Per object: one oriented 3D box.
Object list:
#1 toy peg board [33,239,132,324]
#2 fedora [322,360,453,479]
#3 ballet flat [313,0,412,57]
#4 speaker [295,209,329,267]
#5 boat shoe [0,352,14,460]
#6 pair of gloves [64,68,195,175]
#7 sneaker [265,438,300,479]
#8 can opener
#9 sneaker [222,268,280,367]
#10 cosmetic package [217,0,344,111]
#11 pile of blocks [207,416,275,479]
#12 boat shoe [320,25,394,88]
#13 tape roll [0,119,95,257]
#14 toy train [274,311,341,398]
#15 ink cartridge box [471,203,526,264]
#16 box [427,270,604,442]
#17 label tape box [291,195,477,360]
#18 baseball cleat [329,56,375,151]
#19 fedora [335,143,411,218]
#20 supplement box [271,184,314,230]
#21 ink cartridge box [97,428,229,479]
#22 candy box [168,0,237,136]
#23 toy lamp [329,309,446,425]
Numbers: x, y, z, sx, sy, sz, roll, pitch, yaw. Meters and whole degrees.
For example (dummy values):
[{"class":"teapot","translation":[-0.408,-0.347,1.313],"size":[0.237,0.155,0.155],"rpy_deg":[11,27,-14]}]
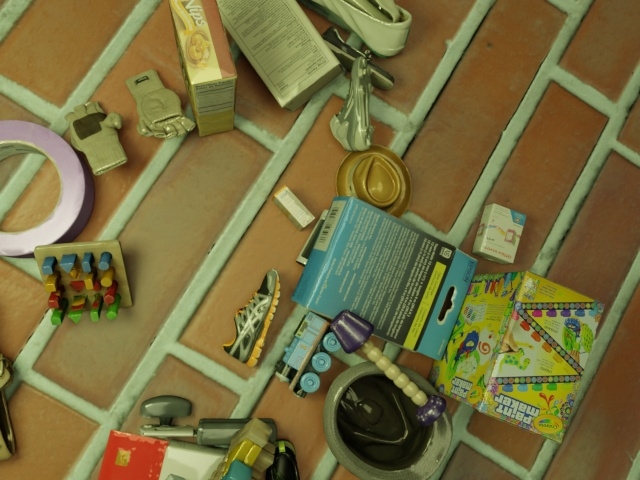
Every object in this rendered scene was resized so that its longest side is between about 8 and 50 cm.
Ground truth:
[{"class":"toy peg board","translation":[-0.474,0.091,1.120],"size":[0.161,0.079,0.160],"rpy_deg":[-5,122,-10]},{"class":"fedora","translation":[0.129,0.382,1.201],"size":[0.276,0.124,0.243],"rpy_deg":[30,80,-4]},{"class":"ballet flat","translation":[0.050,-0.586,1.277],"size":[0.400,0.139,0.139],"rpy_deg":[38,80,-3]},{"class":"speaker","translation":[0.000,0.000,1.255],"size":[0.055,0.055,0.136],"rpy_deg":[30,81,-5]},{"class":"boat shoe","translation":[-0.660,0.266,1.101],"size":[0.110,0.122,0.340],"rpy_deg":[-3,95,-14]},{"class":"pair of gloves","translation":[-0.410,-0.250,1.190],"size":[0.240,0.042,0.204],"rpy_deg":[-34,63,-15]},{"class":"sneaker","translation":[-0.079,0.535,1.167],"size":[0.084,0.097,0.234],"rpy_deg":[-8,86,-9]},{"class":"can opener","translation":[-0.233,0.375,1.171],"size":[0.284,0.076,0.095],"rpy_deg":[3,85,-10]},{"class":"sneaker","translation":[-0.142,0.160,1.204],"size":[0.083,0.084,0.214],"rpy_deg":[19,83,-2]},{"class":"cosmetic package","translation":[-0.102,-0.457,1.233],"size":[0.160,0.113,0.309],"rpy_deg":[-34,92,11]},{"class":"pile of blocks","translation":[-0.178,0.527,1.066],"size":[0.113,0.149,0.362],"rpy_deg":[36,81,-14]},{"class":"boat shoe","translation":[0.091,-0.426,1.301],"size":[0.206,0.075,0.064],"rpy_deg":[31,84,0]},{"class":"tape roll","translation":[-0.617,-0.102,1.152],"size":[0.275,0.090,0.274],"rpy_deg":[1,84,-10]},{"class":"toy train","translation":[-0.025,0.246,1.218],"size":[0.105,0.080,0.184],"rpy_deg":[30,83,4]},{"class":"ink cartridge box","translation":[0.420,-0.014,1.321],"size":[0.089,0.052,0.122],"rpy_deg":[19,83,-7]},{"class":"box","translation":[0.387,0.226,1.172],"size":[0.177,0.290,0.279],"rpy_deg":[23,82,-7]},{"class":"label tape box","translation":[0.145,0.085,1.225],"size":[0.348,0.115,0.249],"rpy_deg":[25,84,-22]},{"class":"baseball cleat","translation":[0.066,-0.303,1.260],"size":[0.110,0.072,0.205],"rpy_deg":[1,96,32]},{"class":"fedora","translation":[0.129,-0.131,1.274],"size":[0.195,0.079,0.194],"rpy_deg":[1,84,-9]},{"class":"supplement box","translation":[-0.061,-0.071,1.248],"size":[0.036,0.062,0.098],"rpy_deg":[-42,92,-12]},{"class":"ink cartridge box","translation":[-0.339,0.560,1.142],"size":[0.261,0.066,0.296],"rpy_deg":[13,82,-8]},{"class":"candy box","translation":[-0.231,-0.343,1.119],"size":[0.088,0.316,0.182],"rpy_deg":[-15,87,-10]},{"class":"toy lamp","translation":[0.129,0.248,1.113],"size":[0.080,0.080,0.274],"rpy_deg":[-44,94,-10]}]
